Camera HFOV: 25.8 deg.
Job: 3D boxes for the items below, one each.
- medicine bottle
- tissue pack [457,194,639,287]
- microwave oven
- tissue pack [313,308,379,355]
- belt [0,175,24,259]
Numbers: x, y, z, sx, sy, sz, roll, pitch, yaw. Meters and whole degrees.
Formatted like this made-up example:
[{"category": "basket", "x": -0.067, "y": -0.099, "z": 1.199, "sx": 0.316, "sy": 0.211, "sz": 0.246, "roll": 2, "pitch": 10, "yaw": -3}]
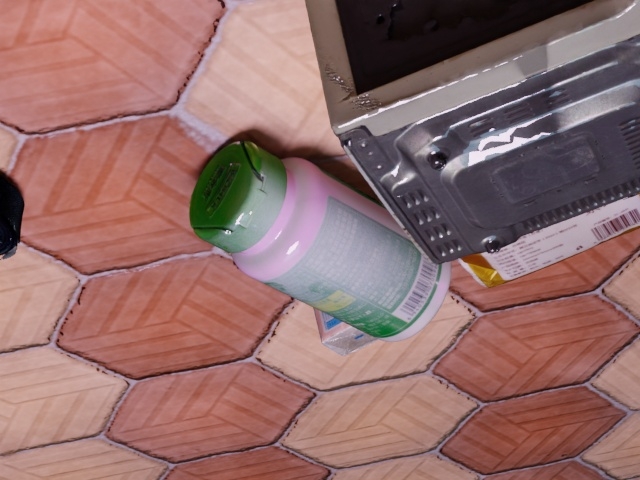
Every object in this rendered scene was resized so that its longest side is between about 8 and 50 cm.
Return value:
[{"category": "medicine bottle", "x": 0.000, "y": 0.000, "z": 1.433, "sx": 0.133, "sy": 0.133, "sz": 0.274, "roll": -35, "pitch": 134, "yaw": 31}, {"category": "tissue pack", "x": 0.240, "y": -0.047, "z": 1.482, "sx": 0.226, "sy": 0.092, "sz": 0.183, "roll": -22, "pitch": 145, "yaw": 17}, {"category": "microwave oven", "x": 0.202, "y": -0.155, "z": 1.200, "sx": 0.355, "sy": 0.218, "sz": 0.286, "roll": -21, "pitch": 144, "yaw": 14}, {"category": "tissue pack", "x": 0.032, "y": 0.075, "z": 1.595, "sx": 0.074, "sy": 0.094, "sz": 0.059, "roll": -27, "pitch": 142, "yaw": 19}, {"category": "belt", "x": -0.350, "y": -0.029, "z": 1.365, "sx": 0.105, "sy": 0.058, "sz": 0.140, "roll": -15, "pitch": 150, "yaw": 16}]
